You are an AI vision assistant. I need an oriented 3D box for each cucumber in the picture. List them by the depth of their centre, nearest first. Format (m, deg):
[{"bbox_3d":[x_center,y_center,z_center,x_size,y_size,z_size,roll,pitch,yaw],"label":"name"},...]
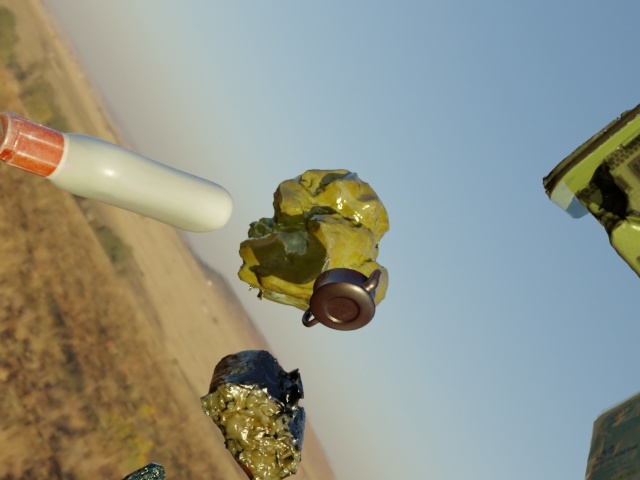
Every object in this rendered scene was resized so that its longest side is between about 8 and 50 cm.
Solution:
[{"bbox_3d":[-0.319,0.373,1.440,0.043,0.257,0.044,-27,-90,57],"label":"cucumber"}]

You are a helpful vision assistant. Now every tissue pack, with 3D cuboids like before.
[{"bbox_3d":[0.408,0.244,1.248,0.089,0.177,0.263,27,-34,-11],"label":"tissue pack"}]

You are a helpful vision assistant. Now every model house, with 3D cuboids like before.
[{"bbox_3d":[0.429,-0.011,1.240,0.278,0.205,0.218,55,16,23],"label":"model house"}]

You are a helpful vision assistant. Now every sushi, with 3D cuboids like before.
[{"bbox_3d":[-0.084,0.271,1.638,0.115,0.147,0.212,-93,168,-58],"label":"sushi"}]

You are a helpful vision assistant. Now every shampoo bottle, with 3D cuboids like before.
[{"bbox_3d":[-0.184,-0.057,0.932,0.221,0.051,0.108,20,-6,-43],"label":"shampoo bottle"}]

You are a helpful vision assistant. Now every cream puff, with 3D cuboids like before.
[{"bbox_3d":[0.006,0.002,1.308,0.194,0.195,0.221,60,-3,5],"label":"cream puff"}]

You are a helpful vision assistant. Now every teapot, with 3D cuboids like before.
[{"bbox_3d":[0.021,0.058,1.097,0.068,0.100,0.045,46,30,-25],"label":"teapot"}]
